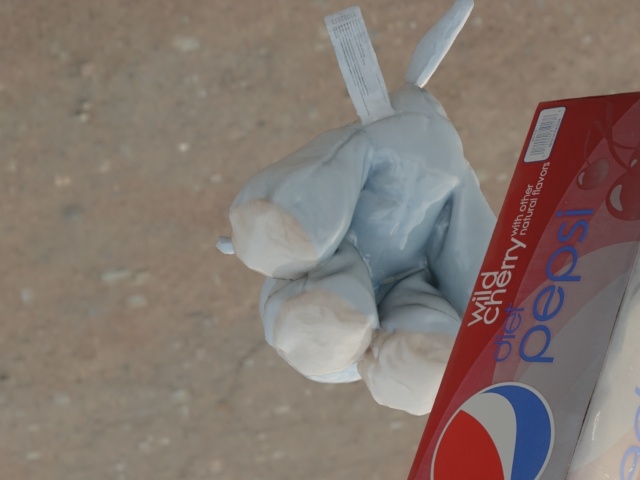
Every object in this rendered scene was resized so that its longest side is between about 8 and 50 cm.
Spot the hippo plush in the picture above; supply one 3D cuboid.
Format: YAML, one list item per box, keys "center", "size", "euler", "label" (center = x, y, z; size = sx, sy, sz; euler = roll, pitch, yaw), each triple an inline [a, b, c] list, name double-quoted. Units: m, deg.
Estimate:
- center: [0.000, 0.000, 1.315]
  size: [0.234, 0.294, 0.236]
  euler: [-11, 172, -32]
  label: "hippo plush"

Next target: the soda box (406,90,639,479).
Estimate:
- center: [0.107, 0.070, 0.720]
  size: [0.083, 0.263, 0.092]
  euler: [-2, 148, 46]
  label: "soda box"
